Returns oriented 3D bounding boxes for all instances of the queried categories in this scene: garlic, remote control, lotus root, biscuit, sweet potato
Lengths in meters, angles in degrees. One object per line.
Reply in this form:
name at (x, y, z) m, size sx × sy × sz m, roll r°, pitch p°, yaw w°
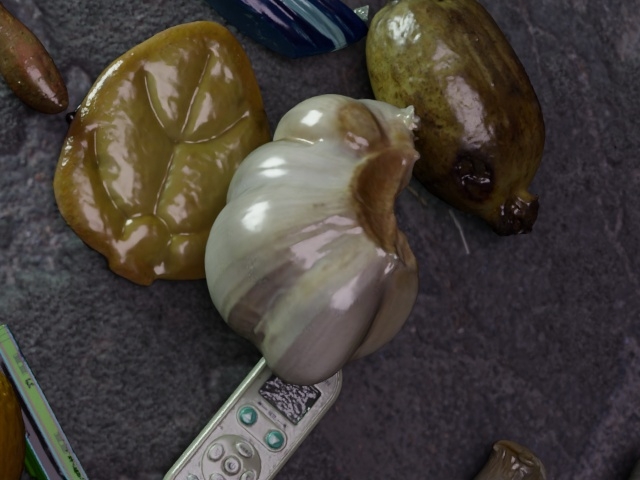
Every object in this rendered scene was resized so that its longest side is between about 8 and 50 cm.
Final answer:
garlic at (-0.015, 0.003, 1.748) m, size 0.184 × 0.203 × 0.281 m, roll 6°, pitch 57°, yaw -17°
remote control at (-0.064, 0.180, 1.787) m, size 0.078 × 0.042 × 0.221 m, roll 41°, pitch 71°, yaw -6°
lotus root at (0.136, -0.121, 1.854) m, size 0.145 × 0.128 × 0.260 m, roll -25°, pitch 90°, yaw -30°
biscuit at (-0.137, -0.084, 1.809) m, size 0.203 × 0.041 × 0.260 m, roll 22°, pitch 77°, yaw -12°
sweet potato at (-0.292, -0.204, 1.782) m, size 0.050 × 0.050 × 0.214 m, roll -27°, pitch 83°, yaw -19°

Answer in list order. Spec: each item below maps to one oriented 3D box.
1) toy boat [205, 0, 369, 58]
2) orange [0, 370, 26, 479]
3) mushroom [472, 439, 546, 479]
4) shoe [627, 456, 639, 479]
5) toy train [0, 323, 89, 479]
toy boat at (-0.001, -0.323, 1.883) m, size 0.220 × 0.067 × 0.291 m, roll 36°, pitch 70°, yaw -8°
orange at (-0.355, 0.184, 1.606) m, size 0.236 × 0.236 × 0.236 m, roll 3°, pitch 80°, yaw -16°
mushroom at (0.154, 0.320, 1.804) m, size 0.096 × 0.099 × 0.278 m, roll 14°, pitch 74°, yaw -20°
shoe at (0.371, 0.359, 1.791) m, size 0.210 × 0.132 × 0.342 m, roll -46°, pitch 56°, yaw -9°
toy train at (-0.250, 0.177, 1.729) m, size 0.042 × 0.044 × 0.209 m, roll -27°, pitch 89°, yaw -20°
